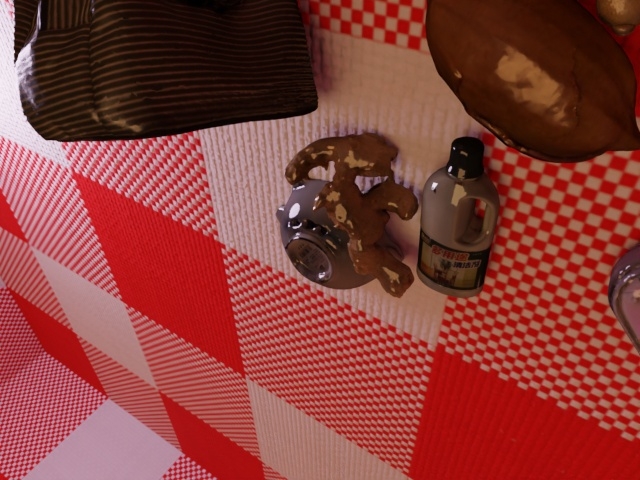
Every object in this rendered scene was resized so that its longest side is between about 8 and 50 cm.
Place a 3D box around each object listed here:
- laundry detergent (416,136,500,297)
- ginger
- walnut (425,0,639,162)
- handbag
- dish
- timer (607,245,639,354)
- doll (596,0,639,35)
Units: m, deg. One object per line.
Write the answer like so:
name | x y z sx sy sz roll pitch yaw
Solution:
laundry detergent | 0.178 -0.029 0.681 0.099 0.070 0.226 29 139 32
ginger | 0.073 -0.038 0.739 0.149 0.065 0.259 -31 100 21
walnut | 0.195 -0.161 0.492 0.245 0.137 0.137 48 143 10
handbag | -0.174 -0.246 0.617 0.247 0.340 0.241 3 109 38
dish | 0.000 0.000 0.853 0.236 0.086 0.228 -3 122 43
timer | 0.429 0.085 0.559 0.190 0.069 0.209 -25 105 48
doll | 0.277 -0.217 0.434 0.062 0.051 0.093 52 141 2
